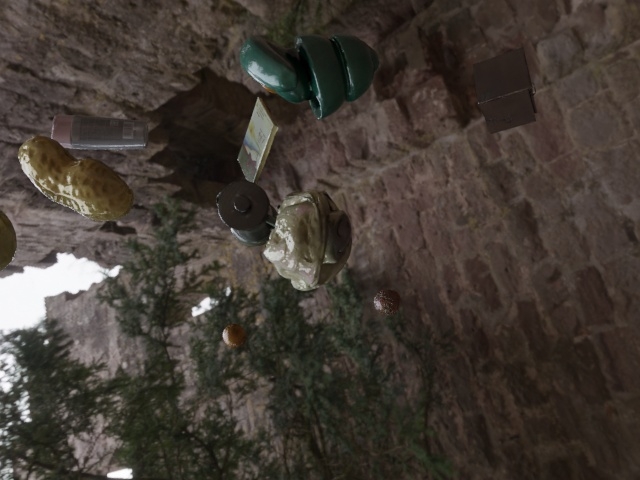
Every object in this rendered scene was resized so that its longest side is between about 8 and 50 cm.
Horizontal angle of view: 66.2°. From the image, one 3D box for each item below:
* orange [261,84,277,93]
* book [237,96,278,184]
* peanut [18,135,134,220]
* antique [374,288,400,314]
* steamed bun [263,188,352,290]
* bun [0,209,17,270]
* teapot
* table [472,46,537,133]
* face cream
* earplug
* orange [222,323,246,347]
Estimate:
[{"bbox_3d":[-0.148,-0.597,1.720,0.158,0.159,0.136,59,-141,-12],"label":"orange"},{"bbox_3d":[-0.239,-0.358,1.832,0.026,0.289,0.201,1,-137,-30],"label":"book"},{"bbox_3d":[-0.620,-0.154,1.240,0.306,0.146,0.147,25,-144,0],"label":"peanut"},{"bbox_3d":[0.249,0.233,1.847,0.104,0.104,0.104,38,-141,-40],"label":"antique"},{"bbox_3d":[0.000,0.000,1.434,0.280,0.207,0.267,53,-123,-40],"label":"steamed bun"},{"bbox_3d":[-0.853,-0.025,1.219,0.222,0.128,0.222,52,-163,-24],"label":"bun"},{"bbox_3d":[-0.243,-0.088,1.848,0.337,0.271,0.200,88,-153,-81],"label":"teapot"},{"bbox_3d":[0.630,-0.499,1.659,0.193,0.173,0.168,38,-133,-53],"label":"table"},{"bbox_3d":[-0.674,-0.332,1.511,0.270,0.073,0.107,0,-110,-11],"label":"face cream"},{"bbox_3d":[-0.012,-0.324,0.913,0.257,0.281,0.163,134,116,-75],"label":"earplug"},{"bbox_3d":[-0.291,0.322,1.664,0.085,0.085,0.084,38,-141,-40],"label":"orange"}]
